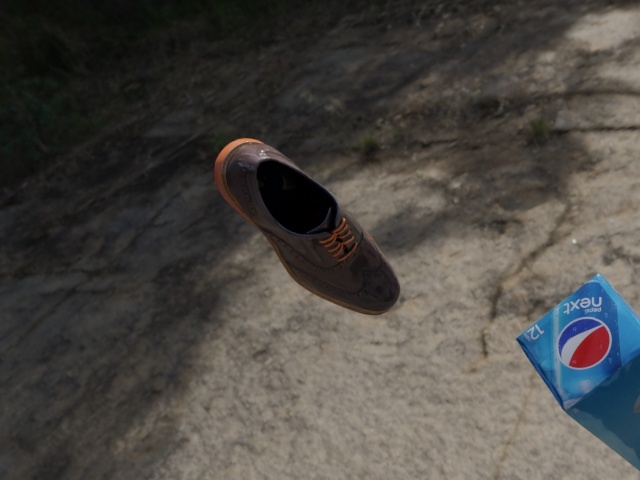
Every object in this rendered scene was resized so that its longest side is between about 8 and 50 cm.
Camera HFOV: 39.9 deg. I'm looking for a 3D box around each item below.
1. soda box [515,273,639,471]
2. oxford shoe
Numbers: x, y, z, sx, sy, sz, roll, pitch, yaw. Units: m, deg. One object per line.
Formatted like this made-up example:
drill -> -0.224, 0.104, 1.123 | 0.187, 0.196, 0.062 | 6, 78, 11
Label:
soda box -> 0.224, 0.110, 0.606 | 0.071, 0.210, 0.067 | -42, 41, 13
oxford shoe -> 0.000, 0.000, 0.951 | 0.097, 0.271, 0.098 | -54, 26, -8
